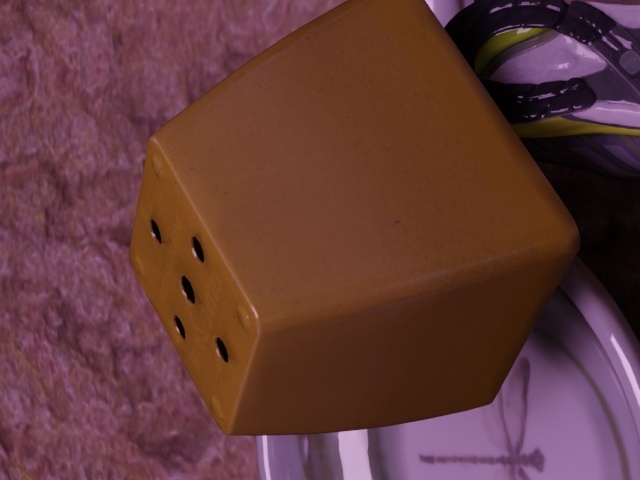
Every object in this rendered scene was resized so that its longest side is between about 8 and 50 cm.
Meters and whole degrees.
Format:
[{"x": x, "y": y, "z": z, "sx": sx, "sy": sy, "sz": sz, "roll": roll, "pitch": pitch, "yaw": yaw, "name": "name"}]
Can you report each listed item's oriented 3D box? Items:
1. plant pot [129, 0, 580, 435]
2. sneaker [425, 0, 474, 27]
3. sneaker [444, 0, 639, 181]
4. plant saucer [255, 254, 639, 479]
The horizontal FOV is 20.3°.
[{"x": 0.000, "y": 0.000, "z": 1.096, "sx": 0.212, "sy": 0.187, "sz": 0.212, "roll": 60, "pitch": 154, "yaw": 24, "name": "plant pot"}, {"x": 0.038, "y": -0.240, "z": 1.283, "sx": 0.090, "sy": 0.095, "sz": 0.235, "roll": -27, "pitch": 77, "yaw": 46, "name": "sneaker"}, {"x": 0.222, "y": -0.087, "z": 1.095, "sx": 0.300, "sy": 0.121, "sz": 0.111, "roll": 12, "pitch": 77, "yaw": 30, "name": "sneaker"}, {"x": 0.114, "y": 0.157, "z": 1.256, "sx": 0.400, "sy": 0.101, "sz": 0.400, "roll": 9, "pitch": 103, "yaw": 47, "name": "plant saucer"}]
